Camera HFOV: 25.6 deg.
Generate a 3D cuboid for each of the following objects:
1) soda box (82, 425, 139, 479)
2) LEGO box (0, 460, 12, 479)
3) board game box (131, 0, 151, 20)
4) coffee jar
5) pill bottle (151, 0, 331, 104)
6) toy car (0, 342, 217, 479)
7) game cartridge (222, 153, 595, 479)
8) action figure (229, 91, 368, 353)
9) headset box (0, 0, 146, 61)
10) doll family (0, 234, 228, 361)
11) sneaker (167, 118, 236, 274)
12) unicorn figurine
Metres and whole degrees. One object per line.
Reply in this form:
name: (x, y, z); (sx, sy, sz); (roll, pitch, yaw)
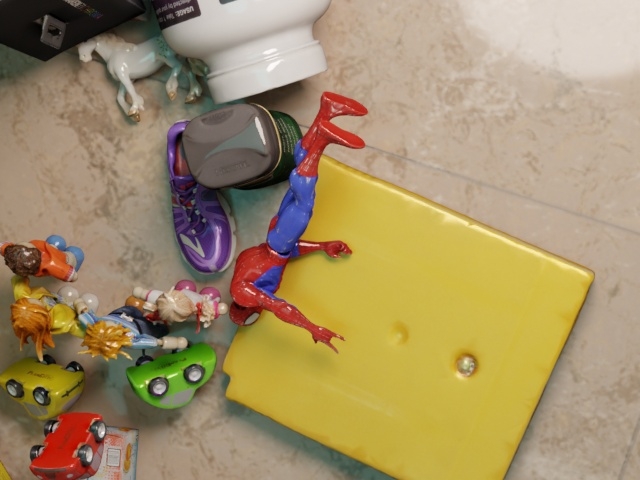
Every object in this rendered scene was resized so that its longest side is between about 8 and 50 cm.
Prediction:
soda box: (-0.239, 0.296, 1.536); (0.058, 0.063, 0.183); (5, 93, 10)
LEGO box: (-0.491, 0.250, 1.389); (0.193, 0.372, 0.500); (-29, 95, 10)
board game box: (-0.332, -0.343, 1.532); (0.305, 0.053, 0.192); (4, 92, 9)
coffee jar: (-0.077, -0.094, 1.432); (0.096, 0.184, 0.079); (-16, 89, 9)
pill bottle: (-0.098, -0.309, 1.419); (0.182, 0.181, 0.322); (-16, 98, 10)
toy car: (-0.214, 0.171, 1.497); (0.225, 0.239, 0.053); (-18, 118, -15)
game cartridge: (0.085, 0.097, 1.485); (0.324, 0.053, 0.285); (25, 96, 10)
action figure: (0.000, 0.000, 1.411); (0.139, 0.091, 0.280); (25, 126, -11)
headset box: (-0.302, -0.325, 1.374); (0.131, 0.246, 0.283); (-24, 87, 7)
doll family: (-0.231, 0.080, 1.475); (0.263, 0.163, 0.118); (16, 95, 9)
sneaker: (-0.139, -0.045, 1.502); (0.068, 0.071, 0.169); (-14, 90, 10)
unicorn figurine: (-0.198, -0.189, 1.519); (0.162, 0.060, 0.111); (-15, 80, -4)
